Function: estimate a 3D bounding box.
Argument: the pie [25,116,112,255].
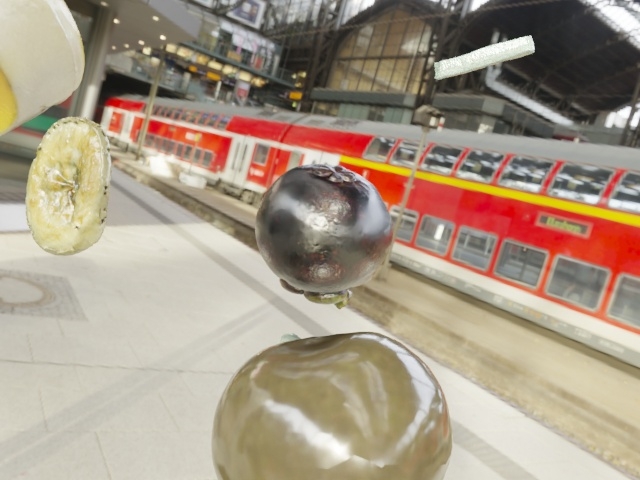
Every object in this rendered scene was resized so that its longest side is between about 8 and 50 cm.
[{"bbox_3d":[-0.473,-0.102,1.052,0.274,0.274,0.055,20,7,36],"label":"pie"}]

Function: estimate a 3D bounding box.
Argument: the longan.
[{"bbox_3d":[0.003,0.204,0.572,0.245,0.246,0.215,18,-33,14],"label":"longan"}]

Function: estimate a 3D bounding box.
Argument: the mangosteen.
[{"bbox_3d":[-0.005,-0.014,1.191,0.296,0.313,0.297,19,48,-22],"label":"mangosteen"}]

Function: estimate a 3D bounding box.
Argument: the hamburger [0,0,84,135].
[{"bbox_3d":[-0.362,-0.232,0.509,0.227,0.151,0.295,-15,-53,36],"label":"hamburger"}]

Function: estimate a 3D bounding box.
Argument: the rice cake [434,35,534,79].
[{"bbox_3d":[0.280,-0.316,0.968,0.170,0.033,0.029,-12,6,19],"label":"rice cake"}]

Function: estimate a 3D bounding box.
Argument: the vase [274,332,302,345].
[{"bbox_3d":[0.007,0.183,0.832,0.148,0.081,0.081,-2,-5,36],"label":"vase"}]
